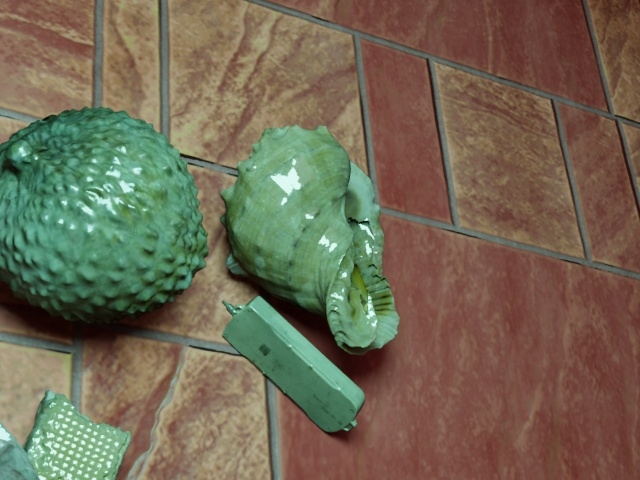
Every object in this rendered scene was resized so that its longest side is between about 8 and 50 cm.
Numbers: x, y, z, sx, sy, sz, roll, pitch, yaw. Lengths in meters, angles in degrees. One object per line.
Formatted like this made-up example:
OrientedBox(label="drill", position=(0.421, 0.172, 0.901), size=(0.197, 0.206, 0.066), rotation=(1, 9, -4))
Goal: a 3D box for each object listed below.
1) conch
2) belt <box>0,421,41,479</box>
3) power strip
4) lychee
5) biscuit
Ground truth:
OrientedBox(label="conch", position=(-0.009, 0.001, 1.695), size=(0.263, 0.186, 0.324), rotation=(9, 67, -50))
OrientedBox(label="belt", position=(-0.381, 0.215, 1.304), size=(0.201, 0.128, 0.124), rotation=(41, 66, 17))
OrientedBox(label="power strip", position=(-0.038, 0.150, 1.632), size=(0.227, 0.080, 0.029), rotation=(43, 43, -1))
OrientedBox(label="lychee", position=(-0.260, -0.026, 1.510), size=(0.274, 0.255, 0.255), rotation=(46, 35, -46))
OrientedBox(label="biscuit", position=(-0.285, 0.277, 1.388), size=(0.108, 0.062, 0.239), rotation=(30, 47, -14))
